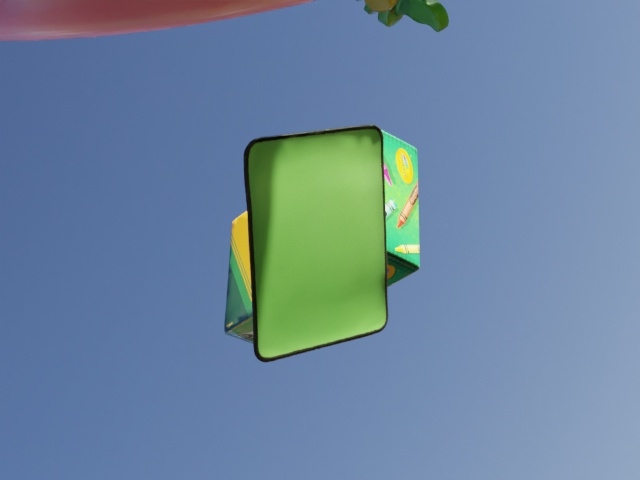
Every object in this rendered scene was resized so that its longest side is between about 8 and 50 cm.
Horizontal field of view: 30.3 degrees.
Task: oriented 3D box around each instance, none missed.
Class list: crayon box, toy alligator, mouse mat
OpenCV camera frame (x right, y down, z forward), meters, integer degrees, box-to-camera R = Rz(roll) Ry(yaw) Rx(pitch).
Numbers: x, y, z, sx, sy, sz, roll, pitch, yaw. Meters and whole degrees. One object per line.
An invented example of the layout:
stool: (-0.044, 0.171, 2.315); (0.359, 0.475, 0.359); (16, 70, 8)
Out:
crayon box: (-0.002, 0.003, 1.410); (0.081, 0.278, 0.165); (24, -128, -31)
toy alligator: (0.023, -0.221, 0.891); (0.056, 0.189, 0.051); (-38, -4, -40)
mouse mat: (0.000, 0.000, 1.008); (0.153, 0.007, 0.189); (-10, -78, -39)

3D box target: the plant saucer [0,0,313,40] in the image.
plant saucer: (-0.076, -0.190, 0.607); (0.332, 0.332, 0.084); (-33, -54, -40)
